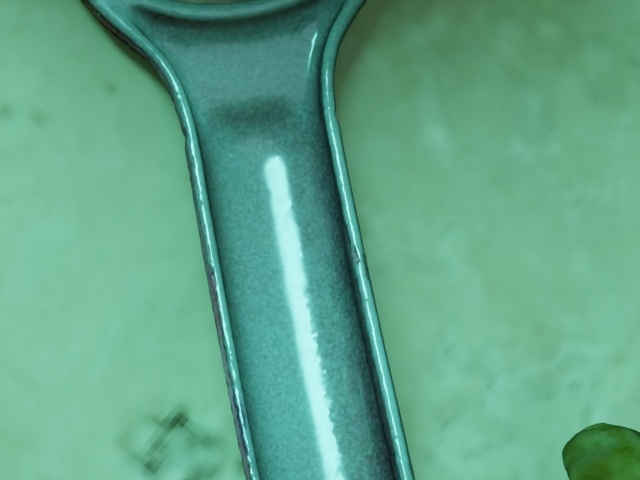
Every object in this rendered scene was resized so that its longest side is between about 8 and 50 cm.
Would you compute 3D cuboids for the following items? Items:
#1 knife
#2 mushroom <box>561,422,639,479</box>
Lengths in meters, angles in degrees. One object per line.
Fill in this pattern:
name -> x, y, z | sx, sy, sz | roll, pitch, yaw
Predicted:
knife -> 0.000, 0.001, 0.480 | 0.123, 0.053, 0.278 | -9, 74, -6
mushroom -> 0.010, 0.175, 0.477 | 0.312, 0.081, 0.100 | -41, 87, -10
